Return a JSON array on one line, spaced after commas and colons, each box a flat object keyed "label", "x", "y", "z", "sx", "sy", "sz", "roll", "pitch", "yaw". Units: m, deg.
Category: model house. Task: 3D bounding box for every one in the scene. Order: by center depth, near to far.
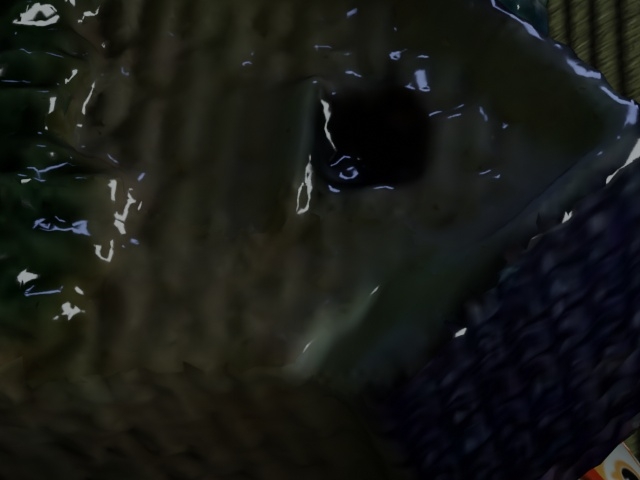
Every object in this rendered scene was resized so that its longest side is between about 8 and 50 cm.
[{"label": "model house", "x": 0.004, "y": -0.046, "z": 0.594, "sx": 0.243, "sy": 0.284, "sz": 0.298, "roll": 76, "pitch": 16, "yaw": -60}]

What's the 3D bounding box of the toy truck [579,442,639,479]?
[{"label": "toy truck", "x": 0.122, "y": 0.159, "z": 1.139, "sx": 0.189, "sy": 0.264, "sz": 0.239, "roll": -46, "pitch": 142, "yaw": -75}]
